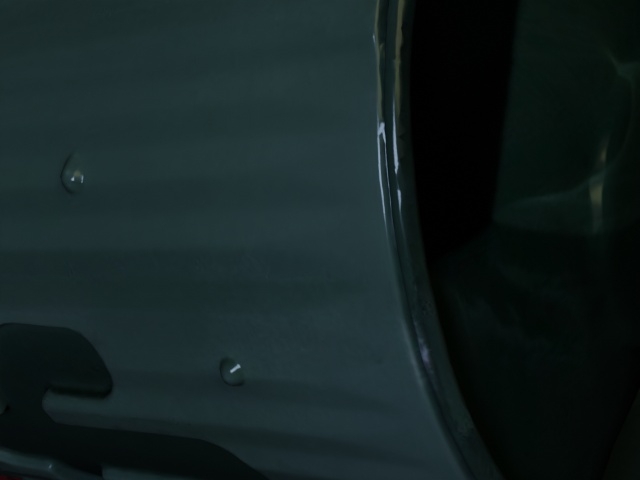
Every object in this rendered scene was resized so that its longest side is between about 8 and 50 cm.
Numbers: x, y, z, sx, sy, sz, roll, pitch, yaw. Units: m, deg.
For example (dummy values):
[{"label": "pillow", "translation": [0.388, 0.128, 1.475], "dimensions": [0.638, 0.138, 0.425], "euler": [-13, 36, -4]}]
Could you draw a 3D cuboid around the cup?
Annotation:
[{"label": "cup", "translation": [-0.013, 0.008, 0.818], "dimensions": [0.310, 0.392, 0.401], "euler": [-39, 120, -48]}]
